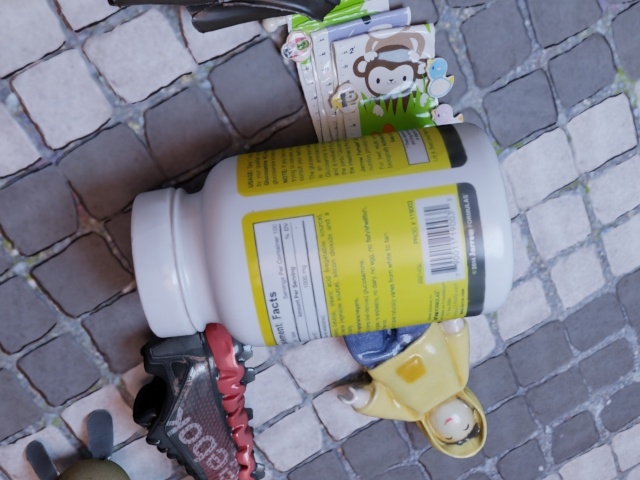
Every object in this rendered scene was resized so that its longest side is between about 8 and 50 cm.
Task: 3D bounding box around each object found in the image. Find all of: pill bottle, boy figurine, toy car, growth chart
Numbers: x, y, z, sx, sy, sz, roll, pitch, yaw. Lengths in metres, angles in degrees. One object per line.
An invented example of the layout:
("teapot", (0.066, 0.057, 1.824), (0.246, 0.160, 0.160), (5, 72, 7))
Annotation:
("pill bottle", (0.000, 0.000, 0.777), (0.334, 0.188, 0.188), (-8, 117, 1))
("boy figurine", (0.105, 0.154, 0.954), (0.177, 0.092, 0.285), (-33, 116, -3))
("toy car", (-0.250, 0.294, 0.911), (0.155, 0.149, 0.188), (-27, 91, -8))
("growth chart", (0.058, -0.153, 0.833), (0.172, 0.021, 0.237), (-26, 120, -5))

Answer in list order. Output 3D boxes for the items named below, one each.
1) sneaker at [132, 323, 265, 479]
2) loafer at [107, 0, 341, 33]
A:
("sneaker", (-0.136, 0.209, 0.900), (0.135, 0.097, 0.276), (-11, 115, -13))
("loafer", (-0.092, -0.226, 0.726), (0.220, 0.080, 0.078), (9, 118, -13))
